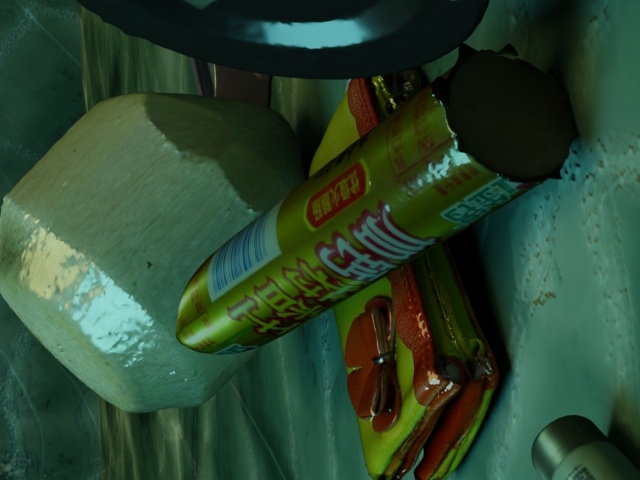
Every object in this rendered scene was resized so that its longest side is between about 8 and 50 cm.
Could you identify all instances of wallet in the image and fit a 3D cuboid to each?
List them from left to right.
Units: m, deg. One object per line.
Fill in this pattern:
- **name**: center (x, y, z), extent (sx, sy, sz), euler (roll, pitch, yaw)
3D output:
- **wallet**: center (0.042, 0.017, 0.891), extent (0.141, 0.067, 0.241), euler (111, 151, -54)

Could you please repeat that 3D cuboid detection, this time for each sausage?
- **sausage**: center (0.000, 0.000, 0.825), extent (0.371, 0.082, 0.082), euler (-35, 59, 54)

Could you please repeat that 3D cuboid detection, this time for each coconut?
- **coconut**: center (-0.118, -0.004, 1.154), extent (0.237, 0.266, 0.237), euler (42, 163, 17)

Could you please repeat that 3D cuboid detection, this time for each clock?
- **clock**: center (-0.086, -0.180, 1.331), extent (0.110, 0.050, 0.152), euler (104, 156, -49)

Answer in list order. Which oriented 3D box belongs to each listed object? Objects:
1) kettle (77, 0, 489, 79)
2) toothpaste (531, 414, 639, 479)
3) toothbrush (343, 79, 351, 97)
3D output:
- **kettle**: center (-0.026, -0.264, 0.719), extent (0.321, 0.228, 0.324), euler (-18, 55, 57)
- **toothpaste**: center (0.151, 0.150, 0.582), extent (0.239, 0.039, 0.062), euler (-124, 29, -58)
- **toothbrush**: center (0.043, -0.175, 0.905), extent (0.037, 0.028, 0.375), euler (-102, 17, -47)
